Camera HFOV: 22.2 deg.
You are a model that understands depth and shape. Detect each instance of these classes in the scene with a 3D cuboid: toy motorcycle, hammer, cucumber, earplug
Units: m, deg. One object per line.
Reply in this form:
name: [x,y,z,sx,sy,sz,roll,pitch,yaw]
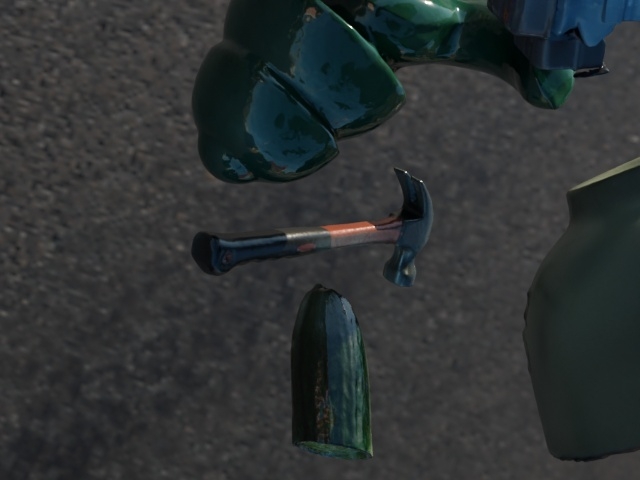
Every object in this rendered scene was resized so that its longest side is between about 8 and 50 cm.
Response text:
toy motorcycle: [0.120,-0.205,1.080,0.182,0.272,0.124,-6,122,-15]
hammer: [0.000,0.000,1.401,0.287,0.033,0.111,-8,121,-48]
cucumber: [0.005,0.078,0.970,0.048,0.048,0.105,24,59,-55]
earplug: [0.035,-0.126,1.302,0.280,0.257,0.164,-42,171,-4]

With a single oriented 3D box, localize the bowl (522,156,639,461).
bowl: [0.300,0.015,1.234,0.354,0.354,0.185,-23,90,-48]
